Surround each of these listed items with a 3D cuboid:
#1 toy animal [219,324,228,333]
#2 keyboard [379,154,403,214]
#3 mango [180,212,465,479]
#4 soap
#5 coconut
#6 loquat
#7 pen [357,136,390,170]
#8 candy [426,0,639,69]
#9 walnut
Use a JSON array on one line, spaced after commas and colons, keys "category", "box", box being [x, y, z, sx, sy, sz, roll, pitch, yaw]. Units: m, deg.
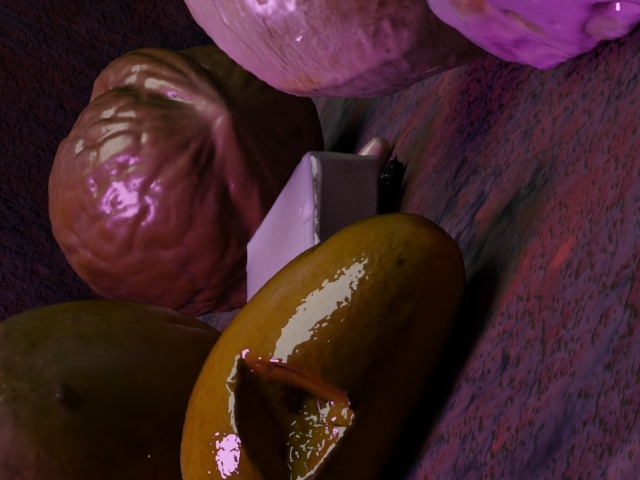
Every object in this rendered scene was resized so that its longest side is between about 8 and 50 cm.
[{"category": "toy animal", "box": [-0.118, 0.153, 2.031, 0.083, 0.089, 0.150, 85, -160, -62]}, {"category": "keyboard", "box": [0.014, 0.027, 1.714, 0.250, 0.017, 0.087, 123, 168, -47]}, {"category": "mango", "box": [0.002, 0.086, 1.236, 0.262, 0.130, 0.167, -58, 16, 22]}, {"category": "soap", "box": [-0.011, 0.014, 1.643, 0.183, 0.064, 0.121, 127, 149, -53]}, {"category": "coconut", "box": [0.031, -0.238, 1.440, 0.297, 0.254, 0.297, -25, 29, 15]}, {"category": "loquat", "box": [-0.156, 0.179, 1.447, 0.276, 0.284, 0.276, -159, 90, -77]}, {"category": "pen", "box": [0.000, 0.000, 1.795, 0.040, 0.032, 0.233, 6, -56, -53]}, {"category": "candy", "box": [0.152, -0.199, 1.114, 0.265, 0.116, 0.155, 161, 132, -79]}, {"category": "walnut", "box": [-0.138, -0.068, 2.050, 0.333, 0.333, 0.332, -156, 90, -82]}]
